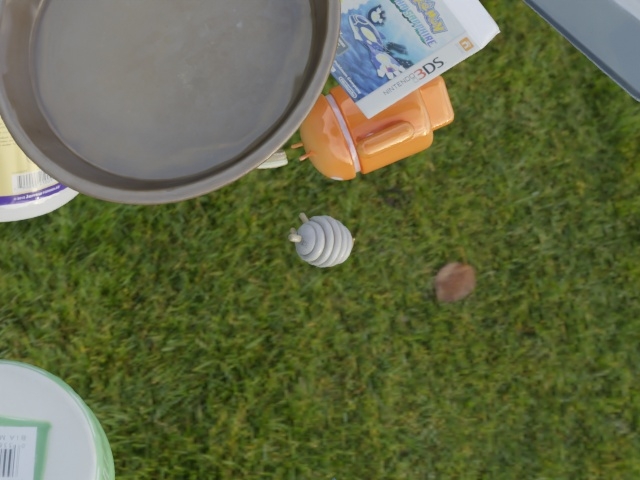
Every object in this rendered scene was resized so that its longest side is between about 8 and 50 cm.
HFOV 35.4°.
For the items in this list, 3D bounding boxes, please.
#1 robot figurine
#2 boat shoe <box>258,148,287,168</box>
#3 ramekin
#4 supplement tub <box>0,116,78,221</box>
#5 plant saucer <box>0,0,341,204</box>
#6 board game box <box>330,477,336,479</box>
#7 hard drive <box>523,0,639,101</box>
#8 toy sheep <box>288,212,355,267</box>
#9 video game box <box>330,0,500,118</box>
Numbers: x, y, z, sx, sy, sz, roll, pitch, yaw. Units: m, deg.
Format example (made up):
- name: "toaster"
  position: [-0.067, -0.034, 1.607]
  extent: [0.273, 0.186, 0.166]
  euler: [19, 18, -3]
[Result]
- name: "robot figurine"
  position: [0.066, -0.160, 1.364]
  extent: [0.219, 0.128, 0.158]
  euler: [-22, 63, -3]
- name: "boat shoe"
  position: [-0.105, -0.112, 1.213]
  extent: [0.135, 0.050, 0.045]
  euler: [2, 101, -16]
- name: "ramekin"
  position: [-0.409, 0.293, 1.249]
  extent: [0.303, 0.148, 0.303]
  euler: [4, 68, -11]
- name: "supplement tub"
  position: [-0.377, -0.214, 1.140]
  extent: [0.241, 0.331, 0.241]
  euler: [6, 38, -4]
- name: "plant saucer"
  position: [-0.118, -0.157, 0.765]
  extent: [0.278, 0.041, 0.277]
  euler: [-3, 76, 11]
- name: "board game box"
  position: [0.003, 0.226, 0.644]
  extent: [0.033, 0.168, 0.133]
  euler: [-14, 81, 5]
- name: "hard drive"
  position: [0.340, -0.148, 0.821]
  extent: [0.353, 0.047, 0.233]
  euler: [9, 32, -29]
- name: "toy sheep"
  position: [0.000, 0.000, 1.593]
  extent: [0.132, 0.091, 0.091]
  euler: [2, 78, -38]
- name: "video game box"
  position: [0.050, -0.243, 1.015]
  extent: [0.205, 0.187, 0.048]
  euler: [49, 51, -11]
